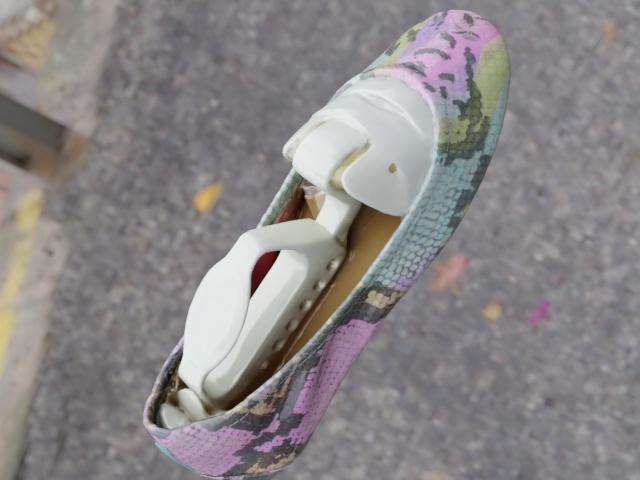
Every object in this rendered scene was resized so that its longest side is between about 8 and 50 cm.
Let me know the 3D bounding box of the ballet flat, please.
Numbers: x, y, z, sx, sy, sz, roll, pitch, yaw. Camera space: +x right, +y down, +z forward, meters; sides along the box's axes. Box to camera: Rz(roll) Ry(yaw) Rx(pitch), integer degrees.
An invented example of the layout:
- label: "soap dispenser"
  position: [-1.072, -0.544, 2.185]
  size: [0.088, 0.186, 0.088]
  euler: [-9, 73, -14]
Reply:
- label: "ballet flat"
  position: [0.000, 0.000, 0.796]
  size: [0.077, 0.079, 0.221]
  euler: [36, 98, 35]
